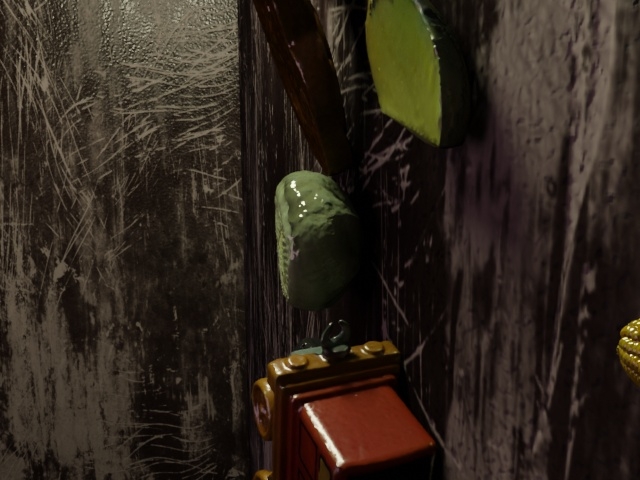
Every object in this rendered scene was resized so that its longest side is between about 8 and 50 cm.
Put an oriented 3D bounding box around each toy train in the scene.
[{"bbox_3d":[0.023,0.273,0.750,0.231,0.163,0.369,-134,43,-60],"label":"toy train"}]

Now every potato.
[{"bbox_3d":[0.093,-0.156,0.573,0.198,0.054,0.119,-113,24,-47],"label":"potato"}]

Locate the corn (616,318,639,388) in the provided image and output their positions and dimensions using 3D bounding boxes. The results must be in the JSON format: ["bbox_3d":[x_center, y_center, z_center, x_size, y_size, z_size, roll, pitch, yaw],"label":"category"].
[{"bbox_3d":[0.171,0.064,0.289,0.092,0.037,0.037,-133,42,-67],"label":"corn"}]

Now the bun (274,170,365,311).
[{"bbox_3d":[0.000,0.000,0.878,0.195,0.118,0.195,178,90,-84],"label":"bun"}]

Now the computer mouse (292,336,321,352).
[{"bbox_3d":[-0.015,0.230,1.097,0.217,0.073,0.122,-166,74,-76],"label":"computer mouse"}]

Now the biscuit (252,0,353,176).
[{"bbox_3d":[-0.027,-0.260,0.866,0.314,0.063,0.367,-119,7,-56],"label":"biscuit"}]
